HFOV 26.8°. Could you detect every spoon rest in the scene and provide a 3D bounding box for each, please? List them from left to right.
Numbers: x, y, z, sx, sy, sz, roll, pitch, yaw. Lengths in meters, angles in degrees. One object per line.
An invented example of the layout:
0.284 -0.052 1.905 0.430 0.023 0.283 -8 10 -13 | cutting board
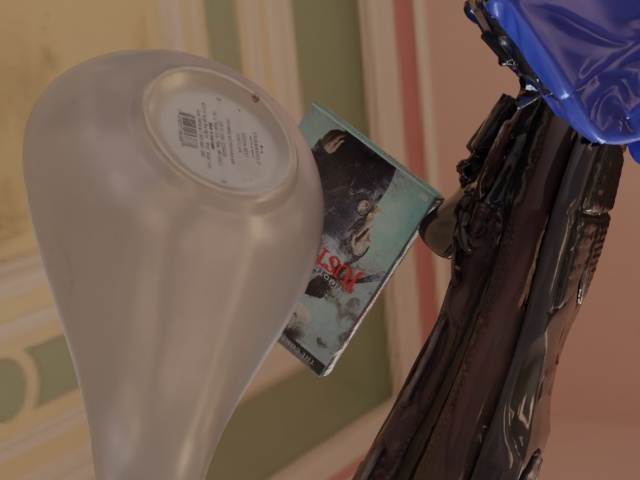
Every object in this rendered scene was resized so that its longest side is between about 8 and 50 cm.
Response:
-0.055 0.028 0.529 0.137 0.084 0.276 16 -136 -23 | spoon rest

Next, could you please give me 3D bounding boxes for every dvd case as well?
0.000 0.000 0.712 0.119 0.087 0.013 -58 -19 21 | dvd case

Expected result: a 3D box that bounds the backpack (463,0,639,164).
0.098 -0.071 0.412 0.101 0.098 0.120 56 -174 -10 | backpack

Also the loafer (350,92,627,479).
0.072 0.025 0.623 0.109 0.095 0.303 12 -87 -73 | loafer
